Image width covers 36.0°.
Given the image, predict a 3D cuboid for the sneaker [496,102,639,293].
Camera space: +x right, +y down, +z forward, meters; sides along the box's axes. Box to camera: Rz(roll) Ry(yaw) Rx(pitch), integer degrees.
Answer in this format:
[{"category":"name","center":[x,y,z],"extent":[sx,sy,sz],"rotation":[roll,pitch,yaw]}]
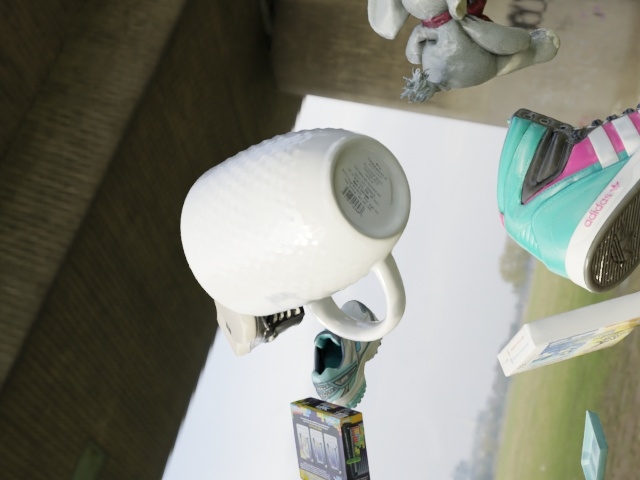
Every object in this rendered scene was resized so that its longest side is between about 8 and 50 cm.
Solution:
[{"category":"sneaker","center":[0.272,-0.090,0.940],"extent":[0.295,0.178,0.124],"rotation":[-44,-46,-19]}]

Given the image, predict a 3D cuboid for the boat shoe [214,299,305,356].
[{"category":"boat shoe","center":[-0.110,0.125,1.890],"extent":[0.127,0.158,0.340],"rotation":[61,167,9]}]

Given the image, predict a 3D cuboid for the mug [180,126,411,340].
[{"category":"mug","center":[0.000,0.000,1.589],"extent":[0.276,0.328,0.374],"rotation":[-38,-79,-40]}]

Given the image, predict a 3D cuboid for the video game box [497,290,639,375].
[{"category":"video game box","center":[0.406,0.153,1.590],"extent":[0.187,0.205,0.048],"rotation":[101,153,-70]}]

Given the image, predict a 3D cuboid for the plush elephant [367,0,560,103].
[{"category":"plush elephant","center":[0.241,-0.421,1.828],"extent":[0.330,0.272,0.255],"rotation":[-30,-64,-41]}]

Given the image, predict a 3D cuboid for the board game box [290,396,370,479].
[{"category":"board game box","center":[0.017,0.348,1.658],"extent":[0.170,0.048,0.141],"rotation":[3,103,60]}]

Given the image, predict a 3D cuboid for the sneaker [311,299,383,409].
[{"category":"sneaker","center":[0.047,0.208,1.981],"extent":[0.122,0.110,0.283],"rotation":[55,-151,-31]}]

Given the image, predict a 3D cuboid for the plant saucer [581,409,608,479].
[{"category":"plant saucer","center":[0.413,0.326,1.482],"extent":[0.192,0.018,0.067],"rotation":[75,-175,-52]}]
